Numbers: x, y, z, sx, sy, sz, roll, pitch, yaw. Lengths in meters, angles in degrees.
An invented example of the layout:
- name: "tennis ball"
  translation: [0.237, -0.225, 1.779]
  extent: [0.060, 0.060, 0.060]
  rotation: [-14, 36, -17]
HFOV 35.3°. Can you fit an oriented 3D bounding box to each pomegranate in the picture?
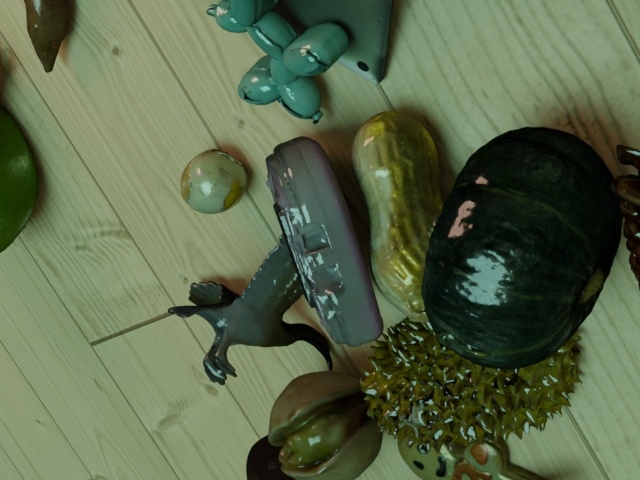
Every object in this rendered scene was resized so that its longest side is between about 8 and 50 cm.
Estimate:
- name: "pomegranate"
  translation: [-0.542, -0.117, 1.356]
  extent: [0.310, 0.216, 0.358]
  rotation: [45, 137, 12]

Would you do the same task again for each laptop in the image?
- name: "laptop"
  translation: [-0.011, -0.267, 0.892]
  extent: [0.188, 0.015, 0.269]
  rotation: [33, 153, 17]

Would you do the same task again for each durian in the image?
- name: "durian"
  translation: [0.145, 0.139, 1.018]
  extent: [0.183, 0.138, 0.249]
  rotation: [52, 132, 12]

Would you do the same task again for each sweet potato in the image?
- name: "sweet potato"
  translation: [-0.320, -0.291, 1.167]
  extent: [0.065, 0.051, 0.218]
  rotation: [33, 134, 16]

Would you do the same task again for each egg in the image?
- name: "egg"
  translation: [-0.124, -0.064, 1.145]
  extent: [0.071, 0.071, 0.083]
  rotation: [50, 141, 1]

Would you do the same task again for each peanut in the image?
- name: "peanut"
  translation: [0.080, -0.023, 0.950]
  extent: [0.087, 0.087, 0.206]
  rotation: [-24, 75, 46]

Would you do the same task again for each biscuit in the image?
- name: "biscuit"
  translation: [0.189, 0.283, 1.150]
  extent: [0.234, 0.030, 0.153]
  rotation: [31, 132, 20]

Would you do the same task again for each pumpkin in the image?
- name: "pumpkin"
  translation: [0.165, 0.007, 0.846]
  extent: [0.152, 0.211, 0.211]
  rotation: [31, 135, 32]

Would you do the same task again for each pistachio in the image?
- name: "pistachio"
  translation: [0.010, 0.212, 1.143]
  extent: [0.144, 0.144, 0.215]
  rotation: [45, 178, 7]

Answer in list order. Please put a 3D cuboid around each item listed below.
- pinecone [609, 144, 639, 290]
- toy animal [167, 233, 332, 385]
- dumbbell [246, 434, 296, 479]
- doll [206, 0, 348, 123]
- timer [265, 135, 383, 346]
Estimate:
- name: "pinecone"
  translation: [0.319, -0.014, 0.715]
  extent: [0.221, 0.221, 0.221]
  rotation: [22, 130, 28]
- name: "toy animal"
  translation: [-0.077, 0.103, 1.180]
  extent: [0.197, 0.160, 0.272]
  rotation: [54, 144, -7]
- name: "dumbbell"
  translation: [-0.019, 0.353, 1.293]
  extent: [0.124, 0.140, 0.225]
  rotation: [35, 140, 45]
- name: "doll"
  translation: [-0.042, -0.182, 0.978]
  extent: [0.159, 0.059, 0.158]
  rotation: [45, 154, -13]
- name: "timer"
  translation: [0.000, 0.000, 1.010]
  extent: [0.191, 0.069, 0.208]
  rotation: [-131, 23, -79]
